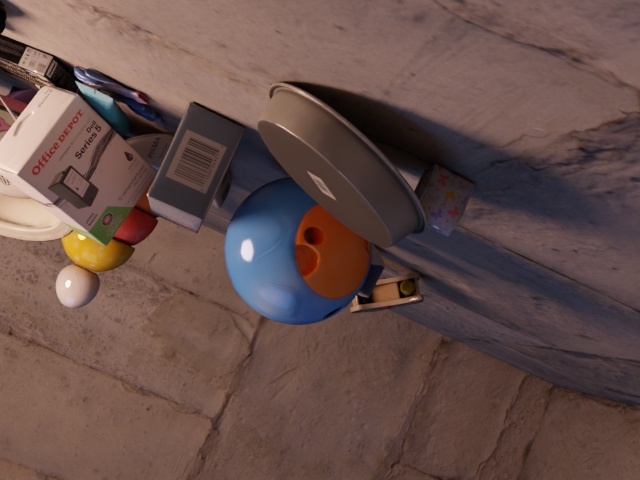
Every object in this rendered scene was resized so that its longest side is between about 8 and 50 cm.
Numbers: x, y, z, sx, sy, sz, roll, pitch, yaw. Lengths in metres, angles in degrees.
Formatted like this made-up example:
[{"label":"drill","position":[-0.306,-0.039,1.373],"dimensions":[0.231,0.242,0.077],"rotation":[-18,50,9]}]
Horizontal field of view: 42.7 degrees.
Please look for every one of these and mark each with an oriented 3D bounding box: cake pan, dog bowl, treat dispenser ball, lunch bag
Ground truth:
[{"label":"cake pan","position":[0.021,-0.094,1.137],"dimensions":[0.293,0.054,0.293],"rotation":[42,171,8]},{"label":"dog bowl","position":[-0.720,-0.171,1.842],"dimensions":[0.407,0.150,0.408],"rotation":[10,148,7]},{"label":"treat dispenser ball","position":[-0.043,0.019,1.597],"dimensions":[0.288,0.288,0.288],"rotation":[24,173,3]},{"label":"lunch bag","position":[0.168,-0.057,1.165],"dimensions":[0.071,0.083,0.053],"rotation":[25,173,-11]}]

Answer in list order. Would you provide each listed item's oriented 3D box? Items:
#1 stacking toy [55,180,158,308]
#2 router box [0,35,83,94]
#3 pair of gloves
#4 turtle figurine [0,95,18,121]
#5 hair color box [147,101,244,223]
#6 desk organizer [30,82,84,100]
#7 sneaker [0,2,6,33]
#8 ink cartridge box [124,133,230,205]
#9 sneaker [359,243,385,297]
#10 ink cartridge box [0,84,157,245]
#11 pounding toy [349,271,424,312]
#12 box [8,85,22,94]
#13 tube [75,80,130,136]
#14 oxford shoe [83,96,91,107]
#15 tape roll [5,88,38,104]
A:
[{"label":"stacking toy","position":[-0.613,-0.038,2.287],"dimensions":[0.350,0.480,0.350],"rotation":[24,172,3]},{"label":"router box","position":[-0.584,-0.351,1.633],"dimensions":[0.178,0.046,0.133],"rotation":[23,173,12]},{"label":"pair of gloves","position":[-0.395,-0.283,1.609],"dimensions":[0.159,0.023,0.198],"rotation":[22,174,13]},{"label":"turtle figurine","position":[-0.772,-0.331,1.667],"dimensions":[0.275,0.197,0.266],"rotation":[62,172,-23]},{"label":"hair color box","position":[-0.248,-0.128,1.600],"dimensions":[0.113,0.185,0.374],"rotation":[25,173,-8]},{"label":"desk organizer","position":[-0.560,-0.324,1.734],"dimensions":[0.130,0.050,0.047],"rotation":[37,146,25]},{"label":"sneaker","position":[-0.582,-0.361,1.400],"dimensions":[0.118,0.083,0.222],"rotation":[23,172,3]},{"label":"ink cartridge box","position":[-0.404,-0.206,1.945],"dimensions":[0.384,0.091,0.308],"rotation":[24,174,-1]},{"label":"sneaker","position":[0.013,0.014,2.138],"dimensions":[0.315,0.127,0.182],"rotation":[36,171,-31]},{"label":"ink cartridge box","position":[-0.492,-0.147,1.652],"dimensions":[0.114,0.198,0.273],"rotation":[20,162,37]},{"label":"pounding toy","position":[0.154,0.120,2.307],"dimensions":[0.269,0.155,0.154],"rotation":[-13,169,23]},{"label":"box","position":[-0.741,-0.279,2.145],"dimensions":[0.231,0.183,0.056],"rotation":[22,172,11]},{"label":"tube","position":[-0.425,-0.260,1.623],"dimensions":[0.080,0.052,0.207],"rotation":[21,170,2]},{"label":"oxford shoe","position":[-0.570,-0.302,1.883],"dimensions":[0.212,0.076,0.076],"rotation":[2,152,45]},{"label":"tape roll","position":[-0.702,-0.276,2.005],"dimensions":[0.189,0.189,0.080],"rotation":[29,172,-35]}]
